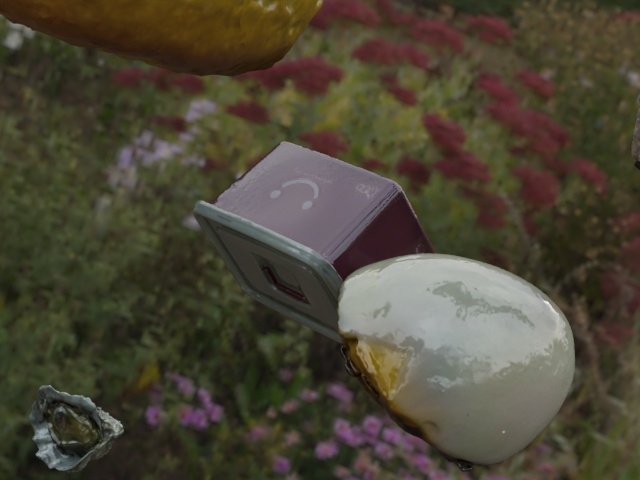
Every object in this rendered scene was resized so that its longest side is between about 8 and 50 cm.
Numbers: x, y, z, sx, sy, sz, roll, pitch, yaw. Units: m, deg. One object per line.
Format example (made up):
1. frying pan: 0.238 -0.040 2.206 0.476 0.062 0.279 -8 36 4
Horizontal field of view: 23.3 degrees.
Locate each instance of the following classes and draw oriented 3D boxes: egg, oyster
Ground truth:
1. egg: 0.164 0.104 1.745 0.286 0.174 0.264 34 32 -14
2. oyster: -0.239 0.178 1.501 0.037 0.098 0.100 -1 46 -51

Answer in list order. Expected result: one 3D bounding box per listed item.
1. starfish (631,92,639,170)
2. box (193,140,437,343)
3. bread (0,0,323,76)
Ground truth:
1. starfish: 0.427 -0.257 1.561 0.398 0.384 0.132 47 24 -30
2. box: 0.000 0.000 2.006 0.167 0.193 0.294 -45 41 -20
3. bread: -0.131 -0.237 0.968 0.358 0.204 0.337 27 24 21
